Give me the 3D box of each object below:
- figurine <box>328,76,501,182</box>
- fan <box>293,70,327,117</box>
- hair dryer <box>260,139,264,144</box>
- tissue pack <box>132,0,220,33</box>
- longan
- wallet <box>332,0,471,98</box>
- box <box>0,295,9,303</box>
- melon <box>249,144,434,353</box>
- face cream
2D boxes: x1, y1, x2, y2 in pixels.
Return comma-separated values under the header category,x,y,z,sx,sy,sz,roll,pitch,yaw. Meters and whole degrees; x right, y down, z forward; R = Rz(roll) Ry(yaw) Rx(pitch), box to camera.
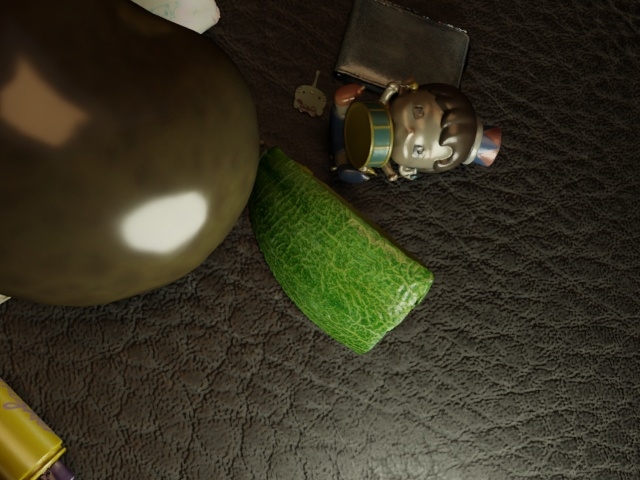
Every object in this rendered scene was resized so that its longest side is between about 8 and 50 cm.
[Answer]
category,x,y,z,sx,sy,sz,roll,pitch,yaw
figurine,0.146,-0.167,0.998,0.276,0.158,0.161,-10,109,-21
fan,-0.013,-0.240,1.056,0.056,0.004,0.083,19,73,-10
hair dryer,-0.161,-0.089,0.958,0.219,0.071,0.124,-39,91,-28
tissue pack,-0.295,-0.326,0.901,0.271,0.201,0.124,-43,47,-20
longan,-0.274,-0.104,0.711,0.405,0.404,0.336,12,35,-12
wallet,0.142,-0.310,1.099,0.222,0.036,0.167,17,75,-9
box,-0.460,-0.111,0.882,0.205,0.051,0.365,-33,88,-19
melon,0.000,0.000,0.948,0.323,0.196,0.124,43,35,6
face cream,-0.383,0.246,0.807,0.273,0.078,0.078,46,71,-1
